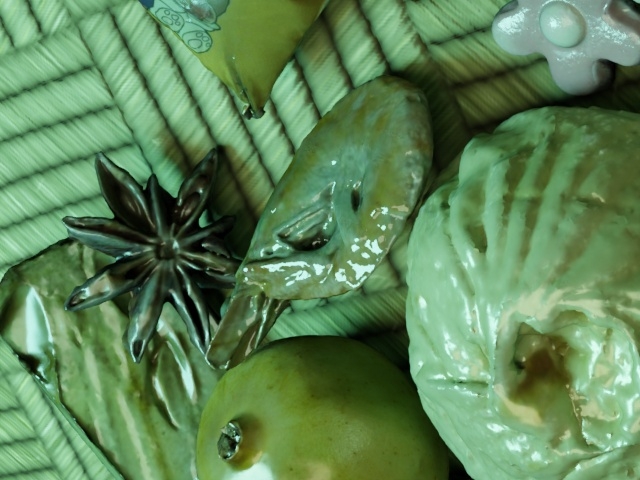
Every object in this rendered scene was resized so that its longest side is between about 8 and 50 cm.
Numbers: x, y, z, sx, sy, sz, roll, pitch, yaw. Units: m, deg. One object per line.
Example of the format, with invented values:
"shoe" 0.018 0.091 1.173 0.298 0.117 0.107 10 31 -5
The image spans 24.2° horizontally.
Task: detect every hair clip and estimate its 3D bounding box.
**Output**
"hair clip" 0.224 -0.209 1.122 0.146 0.075 0.257 39 133 -2

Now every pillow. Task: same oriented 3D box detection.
"pillow" -0.087 -0.295 1.207 0.310 0.119 0.312 46 130 3

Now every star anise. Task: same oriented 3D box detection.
"star anise" -0.133 0.016 1.401 0.231 0.209 0.089 34 171 -11

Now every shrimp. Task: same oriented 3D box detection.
"shrimp" 0.000 0.000 1.283 0.077 0.168 0.317 20 111 -30

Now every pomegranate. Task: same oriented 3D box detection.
"pomegranate" -0.001 0.199 1.381 0.233 0.233 0.233 13 122 22

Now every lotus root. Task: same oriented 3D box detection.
"lotus root" -0.191 0.136 1.512 0.210 0.142 0.314 -26 98 -5

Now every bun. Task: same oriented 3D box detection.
"bun" 0.214 0.076 1.189 0.349 0.227 0.352 43 130 -2

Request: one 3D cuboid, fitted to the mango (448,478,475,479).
"mango" 0.177 0.312 1.382 0.254 0.176 0.139 -2 145 34
